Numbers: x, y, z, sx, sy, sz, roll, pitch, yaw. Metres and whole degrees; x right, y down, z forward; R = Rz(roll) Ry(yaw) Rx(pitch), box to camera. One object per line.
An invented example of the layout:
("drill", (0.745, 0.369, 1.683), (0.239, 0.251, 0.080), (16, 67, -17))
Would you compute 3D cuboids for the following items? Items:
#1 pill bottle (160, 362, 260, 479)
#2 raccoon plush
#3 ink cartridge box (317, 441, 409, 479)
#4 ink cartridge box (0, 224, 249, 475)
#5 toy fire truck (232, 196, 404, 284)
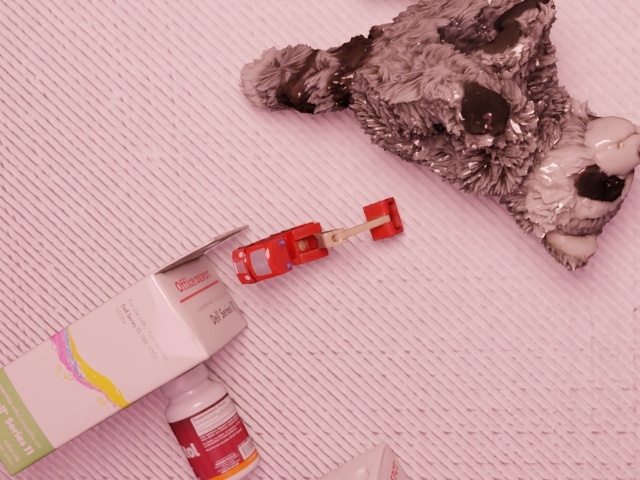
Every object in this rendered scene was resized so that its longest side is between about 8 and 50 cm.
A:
("pill bottle", (-0.147, 0.239, 1.116), (0.086, 0.086, 0.152), (-26, 93, 10))
("raccoon plush", (0.155, -0.131, 1.019), (0.216, 0.446, 0.299), (-52, 131, -20))
("ink cartridge box", (0.095, 0.415, 1.052), (0.115, 0.198, 0.272), (-31, 92, 11))
("ink cartridge box", (-0.222, 0.124, 1.048), (0.353, 0.207, 0.119), (-32, 91, 10))
("toy fire truck", (0.000, 0.000, 1.041), (0.135, 0.192, 0.047), (-14, 95, 37))
